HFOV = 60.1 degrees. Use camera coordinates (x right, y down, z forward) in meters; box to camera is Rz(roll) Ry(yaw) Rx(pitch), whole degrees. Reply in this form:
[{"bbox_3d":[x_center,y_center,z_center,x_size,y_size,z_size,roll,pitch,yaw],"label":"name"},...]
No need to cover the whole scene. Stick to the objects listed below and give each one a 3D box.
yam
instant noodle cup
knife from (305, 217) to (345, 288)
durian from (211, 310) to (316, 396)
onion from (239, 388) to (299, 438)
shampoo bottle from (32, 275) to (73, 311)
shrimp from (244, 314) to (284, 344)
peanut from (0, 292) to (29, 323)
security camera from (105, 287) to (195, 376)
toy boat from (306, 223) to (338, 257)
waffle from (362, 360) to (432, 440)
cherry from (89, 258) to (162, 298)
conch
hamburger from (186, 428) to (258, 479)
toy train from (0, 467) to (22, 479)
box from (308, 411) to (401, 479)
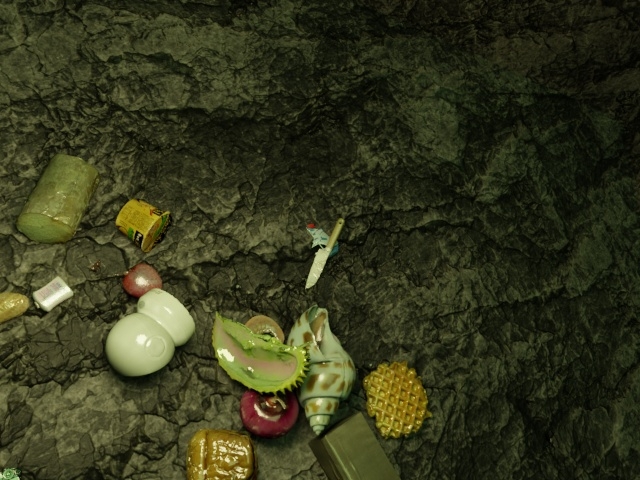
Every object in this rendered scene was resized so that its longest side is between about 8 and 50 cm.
[{"bbox_3d":[-0.780,-0.129,1.669,0.161,0.161,0.268,21,57,-14],"label":"yam"},{"bbox_3d":[-0.560,-0.053,1.745,0.122,0.151,0.151,29,56,5],"label":"instant noodle cup"},{"bbox_3d":[0.013,0.045,1.986,0.047,0.017,0.298,25,74,-2],"label":"knife"},{"bbox_3d":[-0.178,0.336,1.613,0.355,0.169,0.157,12,42,27],"label":"durian"},{"bbox_3d":[-0.153,0.499,1.646,0.177,0.153,0.177,-6,31,3],"label":"onion"},{"bbox_3d":[-0.775,0.159,1.594,0.072,0.043,0.099,46,57,3],"label":"shampoo bottle"},{"bbox_3d":[-0.206,0.341,1.761,0.152,0.046,0.219,41,56,3],"label":"shrimp"},{"bbox_3d":[-0.889,0.192,1.508,0.174,0.080,0.080,-24,77,-29],"label":"peanut"},{"bbox_3d":[-0.496,0.276,1.571,0.194,0.194,0.236,42,52,-1],"label":"security camera"},{"bbox_3d":[0.012,0.002,2.042,0.105,0.034,0.149,-6,56,-23],"label":"toy boat"},{"bbox_3d":[0.260,0.536,1.873,0.245,0.052,0.254,-11,70,-30],"label":"waffle"},{"bbox_3d":[-0.582,0.103,1.688,0.225,0.090,0.107,30,69,2],"label":"cherry"},{"bbox_3d":[-0.006,0.392,1.709,0.197,0.249,0.368,-32,46,7],"label":"conch"},{"bbox_3d":[-0.269,0.619,1.547,0.206,0.130,0.183,7,60,-18],"label":"hamburger"},{"bbox_3d":[-0.807,0.615,1.358,0.148,0.038,0.071,-21,78,-31],"label":"toy train"},{"bbox_3d":[0.097,0.668,1.673,0.155,0.149,0.231,-26,78,-32],"label":"box"}]
